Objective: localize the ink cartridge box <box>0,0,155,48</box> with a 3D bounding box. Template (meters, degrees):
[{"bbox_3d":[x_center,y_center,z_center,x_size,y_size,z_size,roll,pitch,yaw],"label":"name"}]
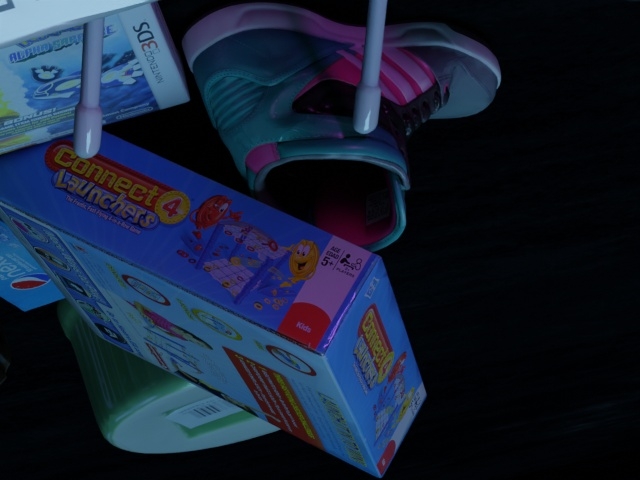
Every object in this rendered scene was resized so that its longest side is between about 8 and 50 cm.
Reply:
[{"bbox_3d":[-0.195,-0.190,0.745,0.353,0.119,0.207,-17,123,3],"label":"ink cartridge box"}]

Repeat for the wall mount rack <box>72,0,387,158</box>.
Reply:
[{"bbox_3d":[-0.027,-0.181,1.006,0.350,0.130,0.304,-6,158,-23],"label":"wall mount rack"}]

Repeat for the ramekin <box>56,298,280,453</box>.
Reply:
[{"bbox_3d":[-0.102,0.104,1.669,0.303,0.148,0.303,-14,160,-5],"label":"ramekin"}]

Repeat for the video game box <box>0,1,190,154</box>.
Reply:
[{"bbox_3d":[-0.205,-0.124,1.147,0.205,0.048,0.187,-16,157,1],"label":"video game box"}]

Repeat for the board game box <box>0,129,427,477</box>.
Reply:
[{"bbox_3d":[-0.081,0.048,1.320,0.302,0.086,0.308,24,162,19],"label":"board game box"}]

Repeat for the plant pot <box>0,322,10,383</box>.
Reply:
[{"bbox_3d":[-0.383,0.114,1.497,0.165,0.167,0.167,-31,156,18],"label":"plant pot"}]

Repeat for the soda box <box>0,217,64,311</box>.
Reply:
[{"bbox_3d":[-0.264,-0.005,1.382,0.071,0.067,0.210,-18,159,8],"label":"soda box"}]

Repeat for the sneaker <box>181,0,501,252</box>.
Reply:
[{"bbox_3d":[0.042,-0.078,1.256,0.295,0.178,0.124,1,154,-38],"label":"sneaker"}]
